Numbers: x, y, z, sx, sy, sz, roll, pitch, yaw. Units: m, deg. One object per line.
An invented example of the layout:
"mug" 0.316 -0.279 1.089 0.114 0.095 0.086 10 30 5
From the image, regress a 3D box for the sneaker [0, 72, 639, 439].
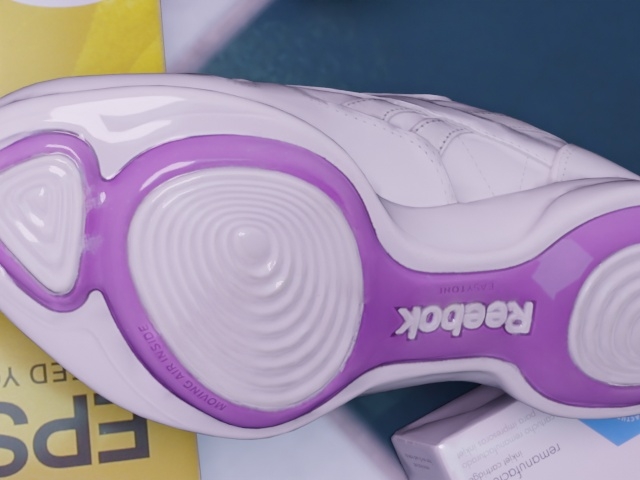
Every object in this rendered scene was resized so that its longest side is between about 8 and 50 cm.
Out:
"sneaker" 0.000 0.000 0.716 0.305 0.152 0.114 9 105 -29

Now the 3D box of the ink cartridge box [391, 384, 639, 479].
"ink cartridge box" 0.117 0.136 0.797 0.104 0.060 0.180 -28 96 -16

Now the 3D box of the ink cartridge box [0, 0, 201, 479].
"ink cartridge box" -0.198 0.040 0.706 0.304 0.072 0.307 -6 87 -18
